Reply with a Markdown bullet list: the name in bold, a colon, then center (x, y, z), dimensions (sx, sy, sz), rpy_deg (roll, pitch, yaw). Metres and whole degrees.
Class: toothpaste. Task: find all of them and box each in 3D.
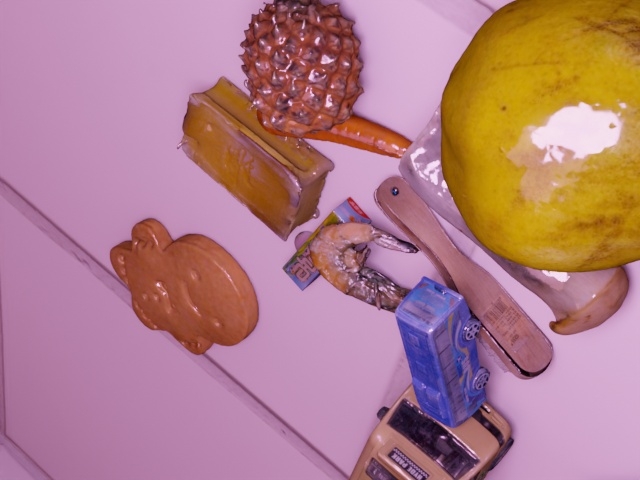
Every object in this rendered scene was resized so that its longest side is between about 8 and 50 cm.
- **toothpaste**: center (0.000, 0.000, 1.680), dimensions (0.070, 0.044, 0.193), rpy_deg (48, 143, 4)

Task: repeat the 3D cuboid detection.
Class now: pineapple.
- **pineapple**: center (-0.026, -0.235, 1.431), dimensions (0.166, 0.166, 0.193), rpy_deg (19, 125, 37)

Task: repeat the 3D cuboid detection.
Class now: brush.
- **brush**: center (0.182, 0.053, 1.520), dimensions (0.327, 0.070, 0.065), rpy_deg (51, 154, 5)

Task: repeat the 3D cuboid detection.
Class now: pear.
- **pear**: center (0.284, -0.104, 1.104), dimensions (0.375, 0.287, 0.287), rpy_deg (15, 130, 34)

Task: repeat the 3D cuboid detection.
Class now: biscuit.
- **biscuit**: center (-0.246, 0.090, 2.014), dimensions (0.355, 0.052, 0.275), rpy_deg (5, 123, 46)

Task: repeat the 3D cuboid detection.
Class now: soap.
- **soap**: center (-0.099, -0.120, 1.663), dimensions (0.233, 0.076, 0.135), rpy_deg (39, 142, 16)

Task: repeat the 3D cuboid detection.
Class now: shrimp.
- **shrimp**: center (0.088, 0.044, 1.591), dimensions (0.217, 0.051, 0.150), rpy_deg (29, 137, -1)

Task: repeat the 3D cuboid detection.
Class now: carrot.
- **carrot**: center (0.011, -0.154, 1.528), dimensions (0.271, 0.062, 0.066), rpy_deg (16, 125, 38)

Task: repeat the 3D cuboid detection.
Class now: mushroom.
- **mushroom**: center (0.233, -0.032, 1.343), dimensions (0.328, 0.122, 0.159), rpy_deg (48, 152, 5)

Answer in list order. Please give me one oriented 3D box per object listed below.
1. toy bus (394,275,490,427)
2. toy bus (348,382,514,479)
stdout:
- **toy bus**: center (0.159, 0.151, 1.500), dimensions (0.079, 0.094, 0.236), rpy_deg (36, 154, 39)
- **toy bus**: center (0.139, 0.367, 1.703), dimensions (0.177, 0.202, 0.365), rpy_deg (38, 140, 19)
